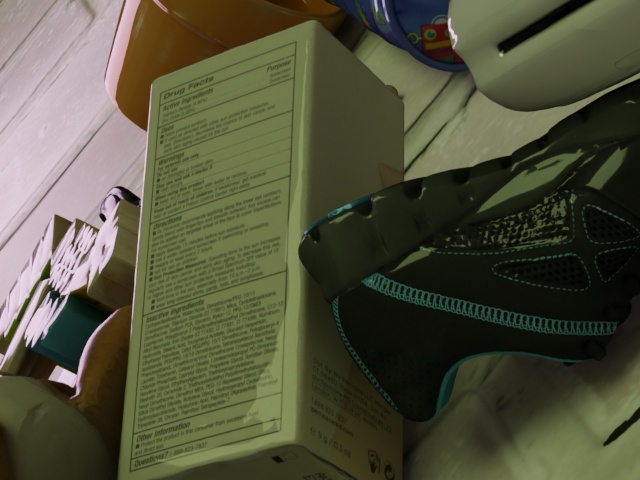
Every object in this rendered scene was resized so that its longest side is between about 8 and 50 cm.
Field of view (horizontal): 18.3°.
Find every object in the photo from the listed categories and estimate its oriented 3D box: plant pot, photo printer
[{"bbox_3d":[-0.101,-0.194,1.799,0.188,0.205,0.205,-57,18,29],"label":"plant pot"},{"bbox_3d":[0.224,-0.190,1.131,0.256,0.107,0.307,-29,5,43],"label":"photo printer"}]

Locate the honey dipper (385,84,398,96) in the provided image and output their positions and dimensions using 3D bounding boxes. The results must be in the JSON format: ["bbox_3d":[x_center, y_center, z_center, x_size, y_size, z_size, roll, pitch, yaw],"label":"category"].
[{"bbox_3d":[0.048,-0.073,1.541,0.030,0.030,0.161,-39,22,29],"label":"honey dipper"}]

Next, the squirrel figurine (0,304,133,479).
[{"bbox_3d":[-0.300,0.229,1.307,0.370,0.397,0.281,-4,12,28],"label":"squirrel figurine"}]

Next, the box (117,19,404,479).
[{"bbox_3d":[-0.033,0.028,1.293,0.148,0.121,0.311,-17,54,31],"label":"box"}]

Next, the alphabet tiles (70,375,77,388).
[{"bbox_3d":[-0.111,0.061,1.611,0.285,0.011,0.343,-29,26,42],"label":"alphabet tiles"}]

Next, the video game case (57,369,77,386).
[{"bbox_3d":[-0.202,0.153,1.684,0.157,0.019,0.143,-24,36,49],"label":"video game case"}]

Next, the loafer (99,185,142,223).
[{"bbox_3d":[-0.167,-0.007,1.754,0.061,0.062,0.170,-55,19,-9],"label":"loafer"}]

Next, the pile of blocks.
[{"bbox_3d":[-0.167,0.062,1.568,0.149,0.112,0.362,-65,16,-10],"label":"pile of blocks"}]

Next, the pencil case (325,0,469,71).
[{"bbox_3d":[0.064,-0.228,1.600,0.119,0.133,0.306,-28,23,-7],"label":"pencil case"}]

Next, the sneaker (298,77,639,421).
[{"bbox_3d":[0.163,-0.010,1.144,0.340,0.140,0.125,-24,-1,20],"label":"sneaker"}]
